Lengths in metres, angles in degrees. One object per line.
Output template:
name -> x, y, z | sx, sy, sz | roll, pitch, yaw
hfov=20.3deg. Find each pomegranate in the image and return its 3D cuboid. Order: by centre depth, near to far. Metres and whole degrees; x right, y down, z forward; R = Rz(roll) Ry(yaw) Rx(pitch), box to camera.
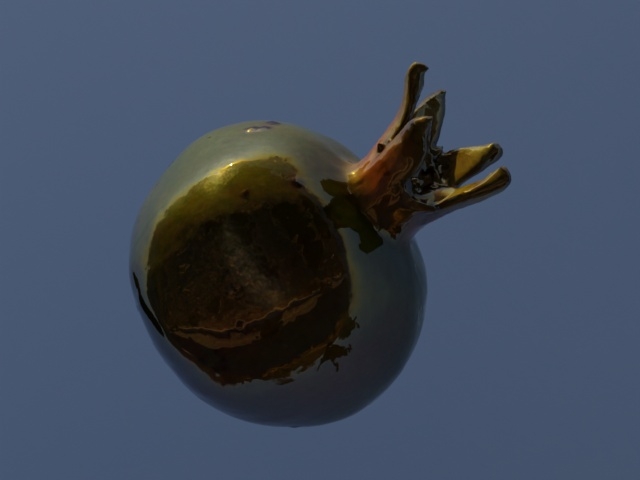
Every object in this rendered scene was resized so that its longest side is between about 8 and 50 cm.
pomegranate -> 0.000, 0.000, 1.013 | 0.224, 0.181, 0.181 | -39, -108, 22
